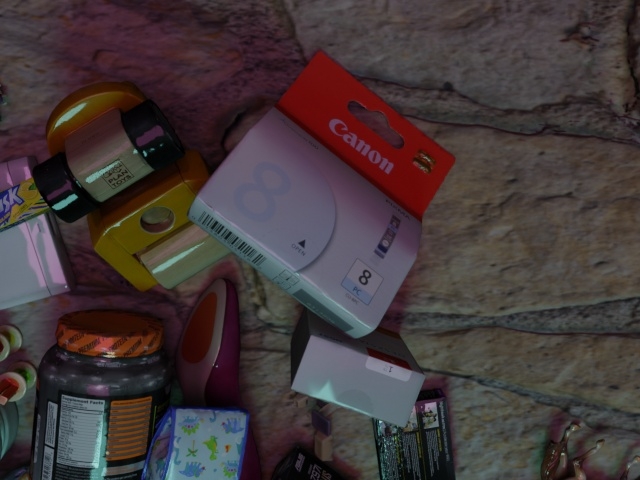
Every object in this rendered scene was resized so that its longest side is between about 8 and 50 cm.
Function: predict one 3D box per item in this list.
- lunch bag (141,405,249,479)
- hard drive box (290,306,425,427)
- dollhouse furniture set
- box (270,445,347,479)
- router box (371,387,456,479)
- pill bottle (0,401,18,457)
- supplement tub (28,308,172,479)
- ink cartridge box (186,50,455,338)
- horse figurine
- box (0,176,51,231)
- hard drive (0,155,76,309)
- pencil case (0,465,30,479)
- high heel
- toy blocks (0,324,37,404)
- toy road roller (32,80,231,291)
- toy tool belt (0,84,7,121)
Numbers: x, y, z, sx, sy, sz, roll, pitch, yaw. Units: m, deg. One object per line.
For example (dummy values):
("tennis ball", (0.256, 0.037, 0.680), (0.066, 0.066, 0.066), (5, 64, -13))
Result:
("lunch bag", (-0.187, 0.320, 1.010), (0.129, 0.096, 0.151), (11, 104, -32))
("hard drive box", (0.049, 0.190, 1.064), (0.181, 0.232, 0.089), (20, 96, -6))
("dollhouse furniture set", (0.010, 0.323, 1.192), (0.081, 0.091, 0.114), (-26, 128, -39))
("box", (-0.023, 0.466, 1.116), (0.147, 0.180, 0.077), (37, 121, -6))
("router box", (0.165, 0.364, 1.185), (0.133, 0.046, 0.178), (-8, 98, -2))
("pill bottle", (-0.613, 0.336, 0.969), (0.224, 0.392, 0.223), (0, 97, -2))
("supplement tub", (-0.351, 0.293, 1.070), (0.207, 0.207, 0.337), (8, 96, -4))
("ink cartridge box", (0.034, -0.094, 1.013), (0.308, 0.091, 0.385), (37, 65, -7))
("horse figurine", (0.494, 0.446, 1.204), (0.263, 0.066, 0.174), (28, 89, -8))
("box", (-0.467, -0.060, 1.047), (0.169, 0.059, 0.054), (-24, 95, -1))
("hard drive", (-0.615, 0.018, 1.102), (0.353, 0.047, 0.232), (-15, 98, -1))
("pencil case", (-0.480, 0.524, 1.142), (0.124, 0.113, 0.273), (-37, 99, -35))
("high heel", (-0.156, 0.259, 1.153), (0.181, 0.127, 0.376), (14, 88, -41))
("toy blocks", (-0.525, 0.212, 1.080), (0.054, 0.148, 0.123), (-19, 97, 0))
("toy road roller", (-0.284, -0.103, 1.054), (0.203, 0.240, 0.329), (-31, 135, 1))
("toy tool belt", (-0.533, -0.233, 1.072), (0.051, 0.052, 0.083), (-32, 98, 10))
